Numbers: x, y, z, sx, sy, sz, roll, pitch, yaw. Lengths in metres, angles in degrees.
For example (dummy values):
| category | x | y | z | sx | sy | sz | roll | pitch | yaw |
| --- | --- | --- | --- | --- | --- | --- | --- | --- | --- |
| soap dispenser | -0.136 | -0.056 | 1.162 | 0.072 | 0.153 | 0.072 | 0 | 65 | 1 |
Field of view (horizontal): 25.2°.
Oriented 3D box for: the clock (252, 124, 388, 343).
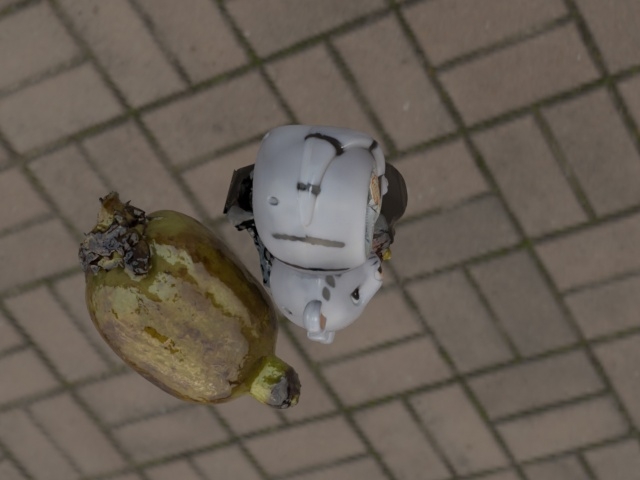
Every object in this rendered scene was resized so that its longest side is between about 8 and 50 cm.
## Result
| category | x | y | z | sx | sy | sz | roll | pitch | yaw |
| --- | --- | --- | --- | --- | --- | --- | --- | --- | --- |
| clock | 0.001 | 0.000 | 0.924 | 0.079 | 0.117 | 0.176 | 3 | 165 | 6 |

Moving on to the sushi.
| category | x | y | z | sx | sy | sz | roll | pitch | yaw |
| --- | --- | --- | --- | --- | --- | --- | --- | --- | --- |
| sushi | 0.012 | -0.029 | 1.519 | 0.150 | 0.153 | 0.172 | -16 | 132 | 27 |

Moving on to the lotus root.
| category | x | y | z | sx | sy | sz | roll | pitch | yaw |
| --- | --- | --- | --- | --- | --- | --- | --- | --- | --- |
| lotus root | -0.148 | 0.081 | 1.567 | 0.314 | 0.169 | 0.141 | 45 | 161 | -9 |
